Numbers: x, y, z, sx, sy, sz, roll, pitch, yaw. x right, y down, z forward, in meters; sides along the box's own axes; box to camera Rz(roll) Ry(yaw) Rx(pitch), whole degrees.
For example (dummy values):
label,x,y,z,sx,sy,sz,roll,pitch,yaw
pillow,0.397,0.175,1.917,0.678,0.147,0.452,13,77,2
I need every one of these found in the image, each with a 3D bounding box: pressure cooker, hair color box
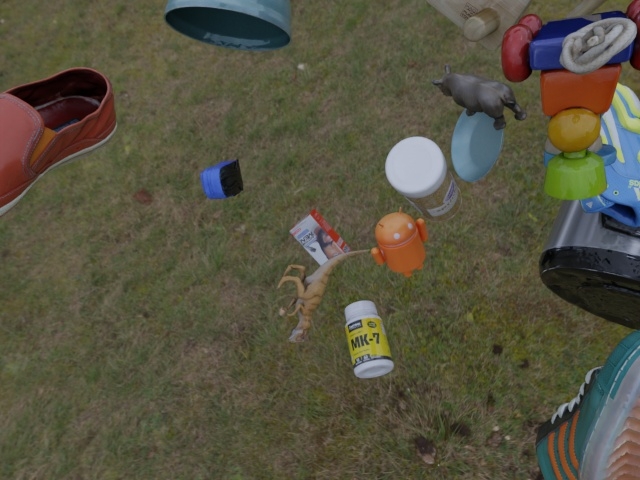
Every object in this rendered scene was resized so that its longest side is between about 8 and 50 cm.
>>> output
label,x,y,z,sx,sy,sz,roll,pitch,yaw
pressure cooker,0.679,-0.053,0.959,0.370,0.375,0.420,29,80,-12
hair color box,0.000,0.000,1.412,0.093,0.053,0.167,-38,101,29

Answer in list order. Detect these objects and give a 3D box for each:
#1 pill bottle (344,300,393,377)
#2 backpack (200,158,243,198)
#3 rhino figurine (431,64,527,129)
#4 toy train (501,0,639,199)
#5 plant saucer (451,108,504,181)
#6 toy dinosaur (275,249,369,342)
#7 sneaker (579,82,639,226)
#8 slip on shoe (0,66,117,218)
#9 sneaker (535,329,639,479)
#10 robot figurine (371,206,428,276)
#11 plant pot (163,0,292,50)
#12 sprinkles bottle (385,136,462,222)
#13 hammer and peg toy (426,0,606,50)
label,x,y,z,sx,sy,sz,roll,pitch,yaw
pill bottle,0.140,0.297,1.442,0.119,0.119,0.208,-16,56,6
backpack,-0.274,-0.159,1.298,0.101,0.120,0.098,-8,108,16
rhino figurine,0.329,-0.323,1.043,0.073,0.106,0.243,-51,44,6
toy train,0.195,-0.094,0.363,0.105,0.143,0.248,3,29,28
plant saucer,0.379,-0.234,1.127,0.037,0.195,0.195,2,62,-17
toy dinosaur,-0.013,0.080,0.862,0.112,0.064,0.211,28,95,-2
sneaker,0.374,-0.114,0.627,0.240,0.091,0.126,41,75,-5
slip on shoe,-0.362,-0.116,0.547,0.123,0.101,0.331,34,42,0
sneaker,0.263,0.188,0.451,0.108,0.302,0.121,-8,30,-6
robot figurine,0.237,0.009,1.423,0.158,0.219,0.128,-9,38,24
plant pot,-0.200,-0.580,1.097,0.293,0.293,0.196,9,96,18
sprinkles bottle,0.253,-0.130,1.121,0.121,0.355,0.121,-4,81,22
hammer and peg toy,0.261,-0.408,0.677,0.361,0.266,0.127,44,56,10
